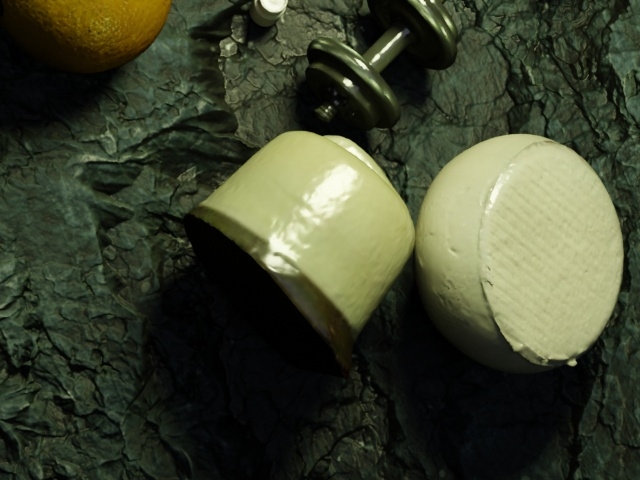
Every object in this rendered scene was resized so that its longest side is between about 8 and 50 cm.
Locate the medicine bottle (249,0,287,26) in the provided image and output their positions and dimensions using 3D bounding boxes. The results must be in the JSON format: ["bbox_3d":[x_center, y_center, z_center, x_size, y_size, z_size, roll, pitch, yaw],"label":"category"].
[{"bbox_3d":[-0.082,-0.375,1.654,0.052,0.089,0.052,0,89,-13],"label":"medicine bottle"}]

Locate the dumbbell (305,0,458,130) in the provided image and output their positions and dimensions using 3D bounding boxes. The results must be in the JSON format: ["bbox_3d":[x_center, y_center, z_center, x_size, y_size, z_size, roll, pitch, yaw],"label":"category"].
[{"bbox_3d":[0.098,-0.297,1.642,0.192,0.192,0.290,45,81,-8],"label":"dumbbell"}]

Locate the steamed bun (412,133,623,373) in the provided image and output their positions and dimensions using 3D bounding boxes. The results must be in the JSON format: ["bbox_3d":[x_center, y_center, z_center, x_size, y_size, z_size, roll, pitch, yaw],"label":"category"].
[{"bbox_3d":[0.293,0.020,1.643,0.374,0.241,0.375,-2,93,-39],"label":"steamed bun"}]

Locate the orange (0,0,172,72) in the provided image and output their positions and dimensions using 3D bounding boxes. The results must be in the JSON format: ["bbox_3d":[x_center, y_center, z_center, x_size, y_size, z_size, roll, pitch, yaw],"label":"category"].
[{"bbox_3d":[-0.348,-0.382,1.507,0.274,0.274,0.274,0,89,-13],"label":"orange"}]

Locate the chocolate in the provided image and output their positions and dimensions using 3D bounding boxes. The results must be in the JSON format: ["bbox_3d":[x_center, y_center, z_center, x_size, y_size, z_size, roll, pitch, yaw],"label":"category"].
[{"bbox_3d":[0.000,0.000,1.559,0.297,0.314,0.326,-38,98,-16],"label":"chocolate"}]
